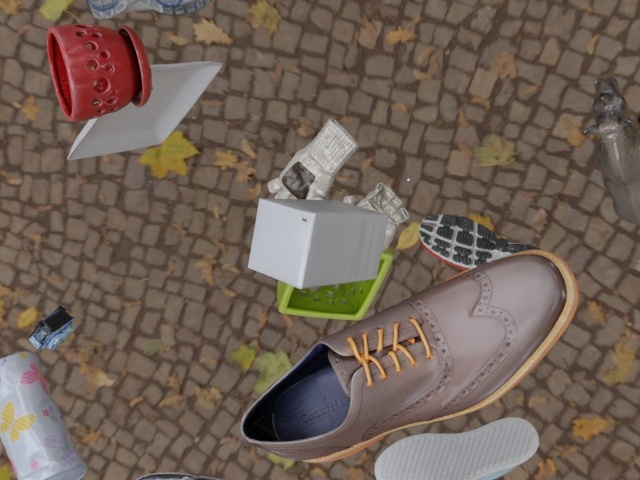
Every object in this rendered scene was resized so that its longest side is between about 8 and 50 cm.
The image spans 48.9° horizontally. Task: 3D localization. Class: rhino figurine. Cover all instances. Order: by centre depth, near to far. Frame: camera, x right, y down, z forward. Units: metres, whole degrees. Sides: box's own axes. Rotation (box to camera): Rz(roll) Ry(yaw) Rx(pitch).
[{"bbox_3d":[0.372,-0.110,0.855,0.073,0.243,0.106,-4,53,37],"label":"rhino figurine"}]

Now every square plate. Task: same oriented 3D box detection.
[{"bbox_3d":[-0.464,-0.353,1.845,0.344,0.347,0.049,-41,80,35],"label":"square plate"}]

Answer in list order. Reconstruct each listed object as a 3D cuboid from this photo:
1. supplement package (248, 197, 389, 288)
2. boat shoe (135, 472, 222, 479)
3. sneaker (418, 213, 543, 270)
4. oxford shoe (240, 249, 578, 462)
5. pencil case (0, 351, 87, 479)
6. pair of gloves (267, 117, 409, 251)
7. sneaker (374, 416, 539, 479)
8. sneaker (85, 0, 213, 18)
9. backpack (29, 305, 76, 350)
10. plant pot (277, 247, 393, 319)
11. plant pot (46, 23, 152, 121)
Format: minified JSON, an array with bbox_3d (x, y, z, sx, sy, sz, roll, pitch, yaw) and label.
[{"bbox_3d":[0.000,0.000,1.012,0.105,0.179,0.105,19,102,36],"label":"supplement package"},{"bbox_3d":[-0.202,0.424,1.126,0.301,0.108,0.102,8,137,30],"label":"boat shoe"},{"bbox_3d":[0.313,0.045,1.383,0.279,0.118,0.107,24,61,5],"label":"sneaker"},{"bbox_3d":[0.082,0.124,0.693,0.363,0.132,0.130,-36,64,17],"label":"oxford shoe"},{"bbox_3d":[-0.537,0.343,1.318,0.113,0.124,0.273,-35,70,2],"label":"pencil case"},{"bbox_3d":[0.029,-0.067,1.254,0.204,0.042,0.240,-41,84,37],"label":"pair of gloves"},{"bbox_3d":[0.293,0.494,1.541,0.365,0.150,0.135,-8,56,-8],"label":"sneaker"},{"bbox_3d":[-0.299,-0.478,1.308,0.297,0.129,0.111,8,117,26],"label":"sneaker"},{"bbox_3d":[-0.735,0.252,1.925,0.084,0.105,0.114,48,124,-4],"label":"backpack"},{"bbox_3d":[0.018,0.041,1.725,0.228,0.207,0.227,9,127,-20],"label":"plant pot"},{"bbox_3d":[-0.453,-0.353,1.449,0.174,0.191,0.191,-18,93,-27],"label":"plant pot"}]
